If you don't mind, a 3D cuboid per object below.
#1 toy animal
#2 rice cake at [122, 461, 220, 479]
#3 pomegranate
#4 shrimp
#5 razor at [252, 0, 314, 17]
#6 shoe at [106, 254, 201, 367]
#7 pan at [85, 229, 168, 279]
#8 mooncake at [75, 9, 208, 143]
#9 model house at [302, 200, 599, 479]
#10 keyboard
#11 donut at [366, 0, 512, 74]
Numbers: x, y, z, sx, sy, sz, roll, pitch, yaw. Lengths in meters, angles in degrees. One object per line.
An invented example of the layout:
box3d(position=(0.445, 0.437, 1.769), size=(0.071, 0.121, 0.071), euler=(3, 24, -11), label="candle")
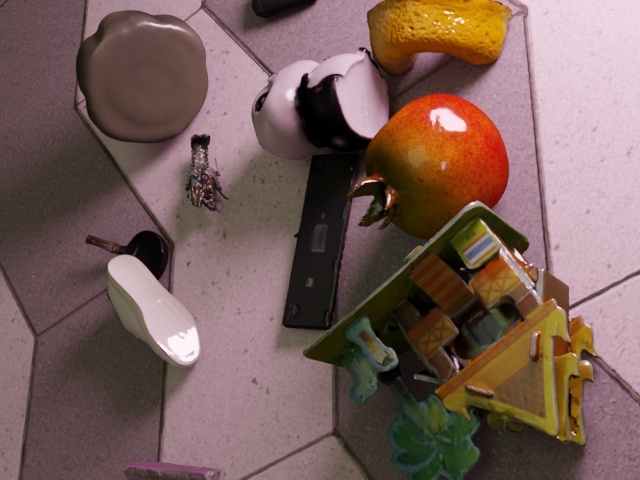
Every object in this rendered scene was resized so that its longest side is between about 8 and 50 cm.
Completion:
box3d(position=(-0.011, -0.229, 1.573), size=(0.235, 0.165, 0.187), euler=(-1, 32, 34), label="toy animal")
box3d(position=(-0.263, 0.411, 1.585), size=(0.206, 0.047, 0.036), euler=(-4, 77, 34), label="rice cake")
box3d(position=(0.161, -0.100, 1.366), size=(0.256, 0.221, 0.221), euler=(-29, 52, -15), label="pomegranate")
box3d(position=(-0.224, -0.124, 1.763), size=(0.082, 0.076, 0.174), euler=(-2, 60, -9), label="shrimp")
box3d(position=(-0.068, -0.498, 1.788), size=(0.148, 0.054, 0.090), euler=(-8, 72, 33), label="razor")
box3d(position=(-0.319, 0.150, 1.708), size=(0.265, 0.095, 0.110), euler=(52, 141, 21), label="shoe")
box3d(position=(-0.390, 0.027, 1.820), size=(0.212, 0.040, 0.115), euler=(16, 83, 30), label="pan")
box3d(position=(-0.355, -0.329, 1.798), size=(0.275, 0.275, 0.135), euler=(-49, 37, 10), label="mooncake")
box3d(position=(0.199, 0.184, 1.238), size=(0.357, 0.242, 0.313), euler=(-41, 57, 14), label="model house")
box3d(position=(0.000, 0.000, 1.572), size=(0.106, 0.027, 0.317), euler=(1, 74, 31), label="keyboard")
box3d(position=(0.171, -0.352, 1.507), size=(0.259, 0.152, 0.101), euler=(1, 81, 37), label="donut")
